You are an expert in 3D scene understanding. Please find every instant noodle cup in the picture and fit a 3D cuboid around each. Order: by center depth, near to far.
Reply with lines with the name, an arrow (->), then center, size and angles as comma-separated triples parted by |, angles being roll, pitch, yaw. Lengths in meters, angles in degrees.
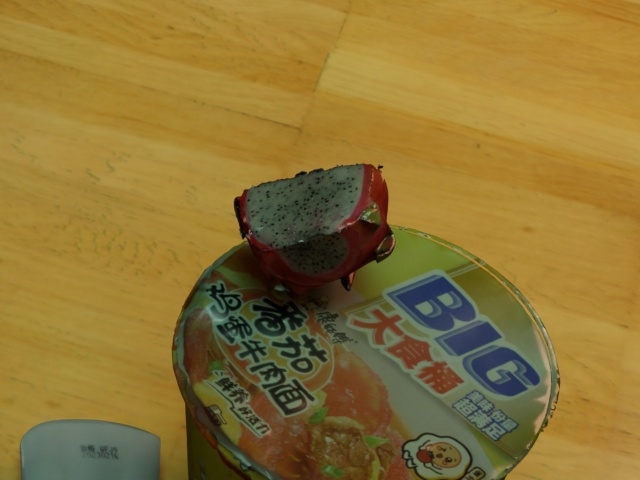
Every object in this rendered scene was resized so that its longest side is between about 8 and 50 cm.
instant noodle cup -> 0.011, 0.107, 0.977 | 0.205, 0.153, 0.205 | 7, 45, -7

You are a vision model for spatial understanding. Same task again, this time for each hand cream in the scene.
hand cream -> -0.120, 0.194, 0.941 | 0.079, 0.048, 0.255 | 6, 42, -13

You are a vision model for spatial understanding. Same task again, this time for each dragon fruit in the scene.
dragon fruit -> 0.000, 0.000, 0.937 | 0.083, 0.060, 0.056 | -14, 49, 13
